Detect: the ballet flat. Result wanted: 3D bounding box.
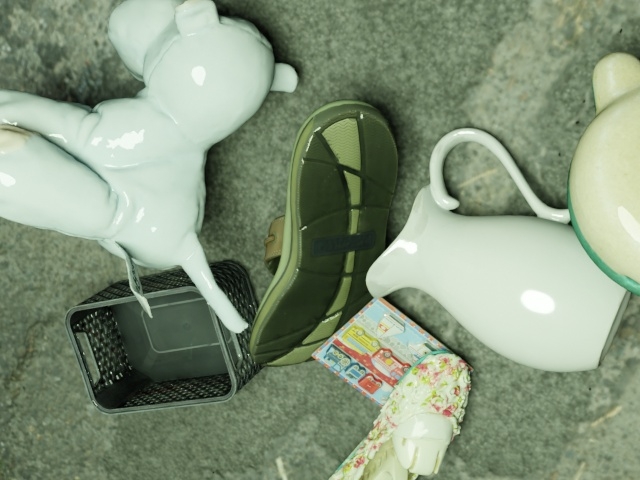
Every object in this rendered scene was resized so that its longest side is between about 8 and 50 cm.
[{"bbox_3d":[0.080,0.214,0.909,0.091,0.077,0.241,17,122,-21],"label":"ballet flat"}]

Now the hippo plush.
[{"bbox_3d":[-0.161,-0.113,0.812,0.294,0.234,0.236,43,106,39],"label":"hippo plush"}]

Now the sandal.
[{"bbox_3d":[0.002,-0.001,0.875,0.120,0.086,0.303,-1,125,-24],"label":"sandal"}]

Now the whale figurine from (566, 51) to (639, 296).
[{"bbox_3d":[0.304,-0.074,0.720,0.216,0.141,0.272,31,79,12],"label":"whale figurine"}]

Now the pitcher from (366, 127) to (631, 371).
[{"bbox_3d":[0.167,0.008,0.811,0.207,0.125,0.178,23,95,22],"label":"pitcher"}]

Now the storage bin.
[{"bbox_3d":[-0.157,0.101,0.962,0.180,0.084,0.122,-11,102,24],"label":"storage bin"}]

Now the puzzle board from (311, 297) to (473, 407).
[{"bbox_3d":[0.070,0.119,0.905,0.128,0.011,0.096,38,116,-17],"label":"puzzle board"}]
